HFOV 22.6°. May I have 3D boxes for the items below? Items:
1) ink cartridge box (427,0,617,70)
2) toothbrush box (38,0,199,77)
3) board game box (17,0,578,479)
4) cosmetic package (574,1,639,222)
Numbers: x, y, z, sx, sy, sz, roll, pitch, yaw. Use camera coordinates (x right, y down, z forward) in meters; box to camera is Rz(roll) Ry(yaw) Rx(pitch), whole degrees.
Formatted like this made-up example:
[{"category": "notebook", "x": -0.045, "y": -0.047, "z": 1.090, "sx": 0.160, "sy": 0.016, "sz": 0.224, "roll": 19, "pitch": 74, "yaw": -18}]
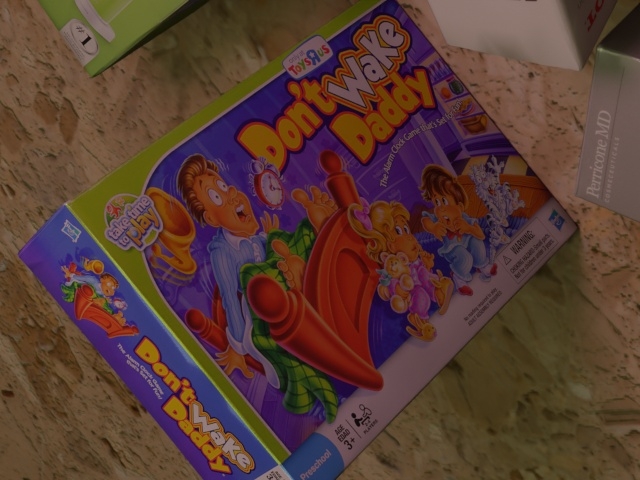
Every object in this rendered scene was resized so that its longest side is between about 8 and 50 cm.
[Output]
[{"category": "ink cartridge box", "x": 0.112, "y": -0.235, "z": 0.887, "sx": 0.100, "sy": 0.172, "sz": 0.237, "roll": 17, "pitch": 157, "yaw": 30}, {"category": "toothbrush box", "x": -0.131, "y": -0.264, "z": 1.138, "sx": 0.206, "sy": 0.122, "sz": 0.283, "roll": 55, "pitch": 152, "yaw": -6}, {"category": "board game box", "x": 0.000, "y": 0.000, "z": 1.086, "sx": 0.233, "sy": 0.347, "sz": 0.078, "roll": 51, "pitch": 138, "yaw": -1}, {"category": "cosmetic package", "x": 0.285, "y": -0.055, "z": 0.985, "sx": 0.238, "sy": 0.107, "sz": 0.127, "roll": 21, "pitch": 134, "yaw": 24}]
